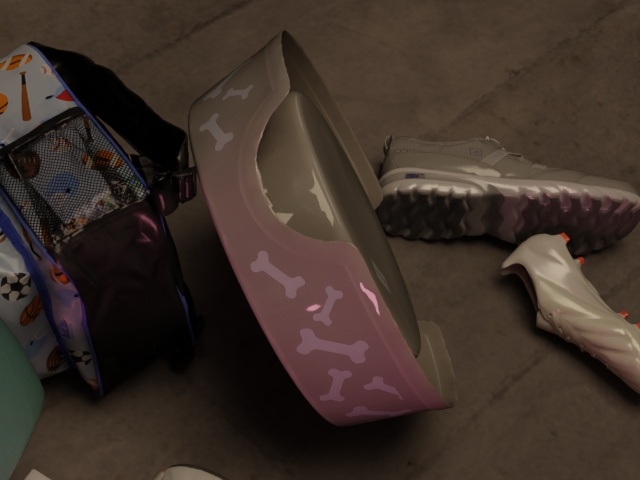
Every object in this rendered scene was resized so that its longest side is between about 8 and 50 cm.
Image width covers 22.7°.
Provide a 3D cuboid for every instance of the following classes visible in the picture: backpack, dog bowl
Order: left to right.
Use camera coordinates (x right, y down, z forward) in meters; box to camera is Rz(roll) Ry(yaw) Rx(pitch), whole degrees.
[{"bbox_3d":[-0.232,-0.021,1.338,0.213,0.276,0.263,-22,58,-17],"label":"backpack"},{"bbox_3d":[0.000,0.000,1.355,0.102,0.349,0.349,-25,56,9],"label":"dog bowl"}]

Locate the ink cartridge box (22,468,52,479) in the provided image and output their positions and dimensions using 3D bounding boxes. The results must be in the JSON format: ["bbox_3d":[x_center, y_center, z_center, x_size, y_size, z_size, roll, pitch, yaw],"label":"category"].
[{"bbox_3d":[-0.165,0.277,1.177,0.190,0.140,0.082,30,47,5],"label":"ink cartridge box"}]

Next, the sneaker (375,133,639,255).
[{"bbox_3d":[0.192,-0.062,1.601,0.281,0.105,0.115,8,50,-13],"label":"sneaker"}]

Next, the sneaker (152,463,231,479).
[{"bbox_3d":[-0.034,0.283,1.255,0.262,0.099,0.121,21,50,8],"label":"sneaker"}]

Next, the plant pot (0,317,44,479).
[{"bbox_3d":[-0.344,0.130,1.150,0.235,0.293,0.293,32,47,-12],"label":"plant pot"}]

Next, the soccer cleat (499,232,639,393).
[{"bbox_3d":[0.252,0.080,1.542,0.076,0.068,0.196,-31,68,-13],"label":"soccer cleat"}]
